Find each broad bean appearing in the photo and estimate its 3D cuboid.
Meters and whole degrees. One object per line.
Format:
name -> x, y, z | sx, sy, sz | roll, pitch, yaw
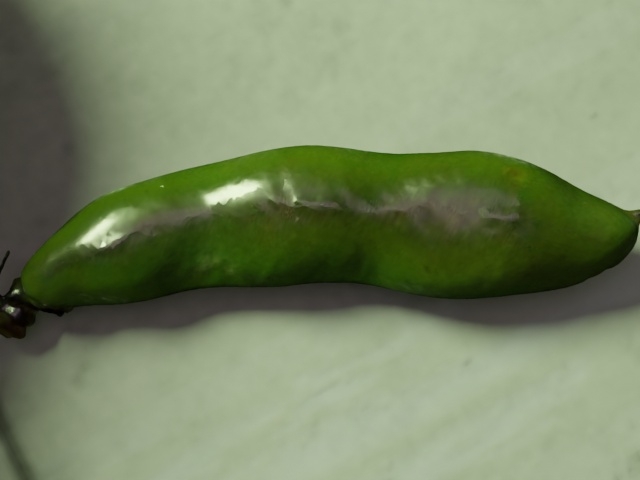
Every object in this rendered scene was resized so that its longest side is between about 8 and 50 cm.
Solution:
broad bean -> -0.001, -0.004, 0.538 | 0.255, 0.046, 0.065 | -5, 88, 0
